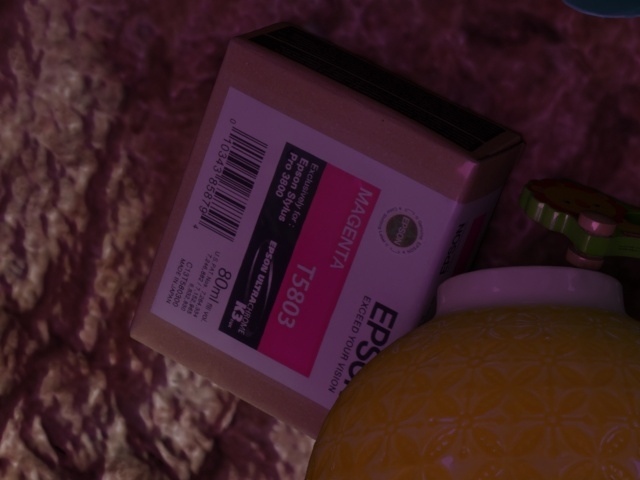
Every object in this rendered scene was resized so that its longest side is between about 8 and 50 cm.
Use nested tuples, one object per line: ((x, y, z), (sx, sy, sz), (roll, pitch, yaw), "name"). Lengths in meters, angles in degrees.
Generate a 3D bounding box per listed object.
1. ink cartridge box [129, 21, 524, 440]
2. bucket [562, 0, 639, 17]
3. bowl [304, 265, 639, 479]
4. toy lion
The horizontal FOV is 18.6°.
((0.000, 0.000, 1.312), (0.193, 0.088, 0.234), (27, 112, 18), "ink cartridge box")
((0.218, -0.262, 1.088), (0.281, 0.183, 0.281), (7, 107, 24), "bucket")
((0.129, 0.103, 1.201), (0.289, 0.289, 0.156), (-8, 74, 27), "bowl")
((0.178, -0.012, 1.233), (0.100, 0.096, 0.034), (9, 112, -19), "toy lion")
